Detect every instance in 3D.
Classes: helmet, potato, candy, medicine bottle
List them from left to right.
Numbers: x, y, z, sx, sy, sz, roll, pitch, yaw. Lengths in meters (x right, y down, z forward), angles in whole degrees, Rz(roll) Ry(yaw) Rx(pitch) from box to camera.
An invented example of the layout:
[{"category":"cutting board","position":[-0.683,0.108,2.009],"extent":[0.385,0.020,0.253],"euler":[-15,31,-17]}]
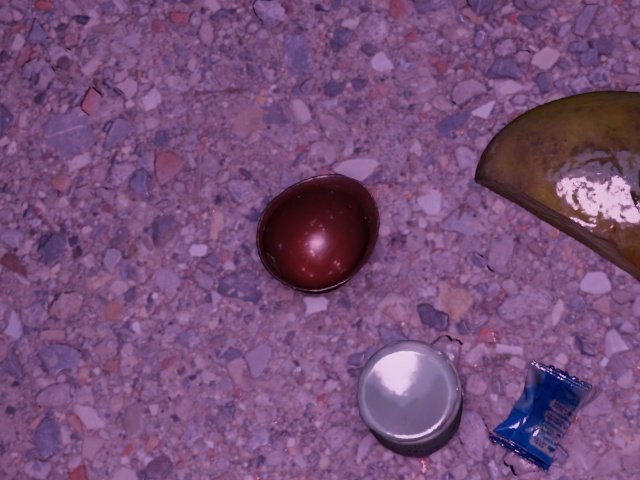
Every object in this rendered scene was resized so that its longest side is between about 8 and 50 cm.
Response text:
[{"category":"helmet","position":[0.000,0.000,1.960],"extent":[0.155,0.106,0.175],"euler":[30,77,11]},{"category":"medicine bottle","position":[0.116,0.206,1.855],"extent":[0.135,0.168,0.135],"euler":[-1,73,5]},{"category":"candy","position":[0.289,0.224,1.900],"extent":[0.088,0.038,0.136],"euler":[28,70,10]},{"category":"potato","position":[0.334,-0.089,1.950],"extent":[0.255,0.112,0.270],"euler":[5,73,9]}]
